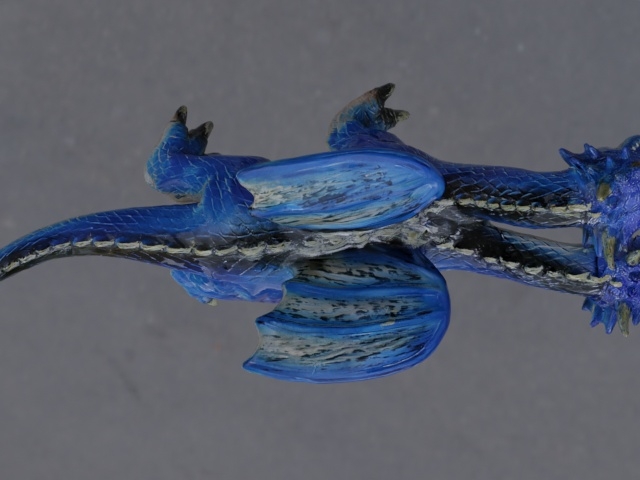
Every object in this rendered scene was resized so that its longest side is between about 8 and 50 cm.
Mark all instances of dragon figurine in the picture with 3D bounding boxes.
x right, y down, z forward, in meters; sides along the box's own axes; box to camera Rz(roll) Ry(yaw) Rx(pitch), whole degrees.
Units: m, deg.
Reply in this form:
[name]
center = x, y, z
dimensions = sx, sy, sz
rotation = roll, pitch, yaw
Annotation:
[dragon figurine]
center = 0.000, 0.000, 0.724
dimensions = 0.289, 0.144, 0.085
rotation = -9, 107, -20
